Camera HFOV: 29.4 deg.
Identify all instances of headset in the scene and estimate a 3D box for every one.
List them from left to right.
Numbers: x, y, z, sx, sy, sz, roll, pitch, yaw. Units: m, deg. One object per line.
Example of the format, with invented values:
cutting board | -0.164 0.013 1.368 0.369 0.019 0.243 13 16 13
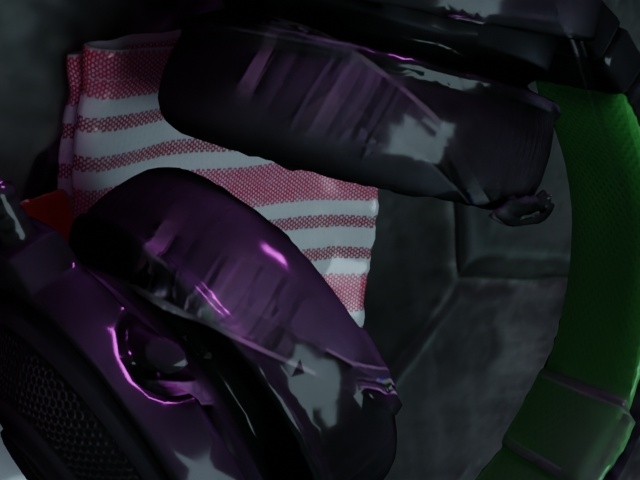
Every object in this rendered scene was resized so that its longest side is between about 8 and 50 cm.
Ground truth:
headset | 0.000 0.000 0.354 0.394 0.185 0.243 35 81 -38

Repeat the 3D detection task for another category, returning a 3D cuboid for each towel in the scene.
towel | -0.035 0.012 0.486 0.144 0.029 0.197 -10 119 -35

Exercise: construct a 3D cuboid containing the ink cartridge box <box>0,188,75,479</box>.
ink cartridge box | -0.126 0.088 0.425 0.145 0.045 0.179 -21 125 -19
